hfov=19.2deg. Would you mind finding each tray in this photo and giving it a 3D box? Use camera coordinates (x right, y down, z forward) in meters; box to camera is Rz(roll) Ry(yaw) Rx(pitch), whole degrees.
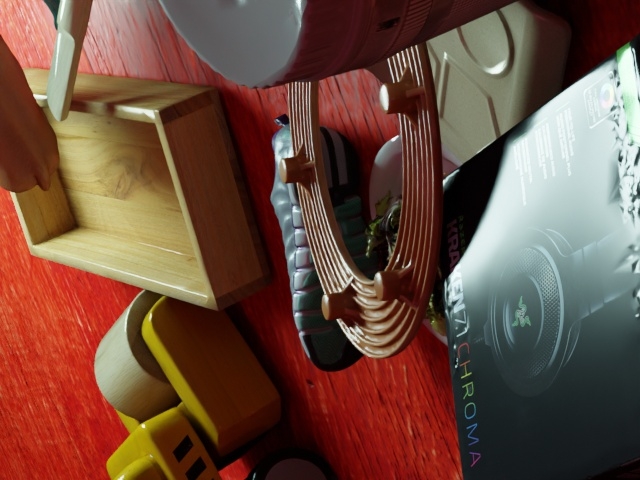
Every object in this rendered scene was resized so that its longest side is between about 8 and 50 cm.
[{"bbox_3d":[-0.208,-0.064,1.939,0.411,0.076,0.203,13,124,56],"label":"tray"}]

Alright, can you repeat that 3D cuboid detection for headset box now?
[{"bbox_3d":[0.202,0.034,1.180,0.283,0.131,0.246,144,126,-59],"label":"headset box"}]

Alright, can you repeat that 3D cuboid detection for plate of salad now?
[{"bbox_3d":[0.095,0.011,1.525,0.200,0.048,0.200,39,143,37],"label":"plate of salad"}]

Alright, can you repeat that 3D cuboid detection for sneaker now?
[{"bbox_3d":[0.000,0.000,1.661,0.098,0.083,0.224,-143,46,-62],"label":"sneaker"}]

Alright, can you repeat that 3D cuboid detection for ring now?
[{"bbox_3d":[0.018,-0.077,1.412,0.336,0.032,0.337,174,90,-73],"label":"ring"}]

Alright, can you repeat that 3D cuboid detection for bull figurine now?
[{"bbox_3d":[-0.362,-0.185,1.896,0.188,0.101,0.310,19,135,59],"label":"bull figurine"}]

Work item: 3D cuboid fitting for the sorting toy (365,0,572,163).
[{"bbox_3d":[0.100,-0.148,1.394,0.208,0.038,0.193,43,150,29],"label":"sorting toy"}]

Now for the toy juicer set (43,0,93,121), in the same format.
[{"bbox_3d":[-0.244,-0.305,1.789,0.209,0.089,0.329,-44,63,57],"label":"toy juicer set"}]

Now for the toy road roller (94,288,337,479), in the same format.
[{"bbox_3d":[-0.159,0.230,1.917,0.330,0.240,0.202,59,151,9],"label":"toy road roller"}]

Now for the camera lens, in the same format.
[{"bbox_3d":[0.041,-0.233,1.180,0.219,0.274,0.219,39,143,38],"label":"camera lens"}]
